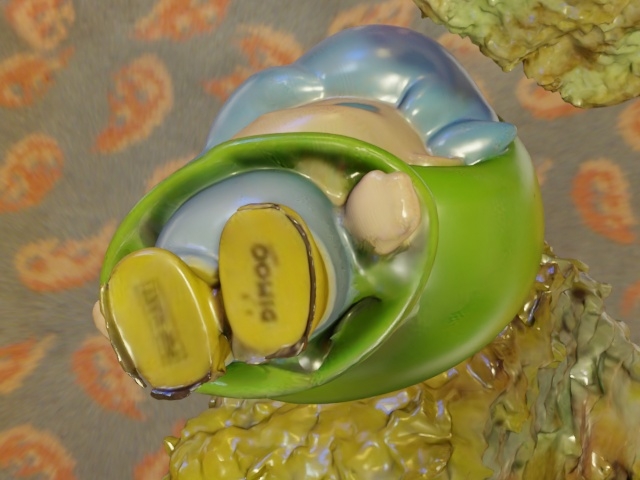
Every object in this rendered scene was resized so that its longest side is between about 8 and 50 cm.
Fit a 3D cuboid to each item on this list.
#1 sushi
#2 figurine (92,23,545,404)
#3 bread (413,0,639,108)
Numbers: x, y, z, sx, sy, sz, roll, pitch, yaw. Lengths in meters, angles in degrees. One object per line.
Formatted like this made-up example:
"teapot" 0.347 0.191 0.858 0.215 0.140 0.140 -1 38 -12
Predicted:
"sushi" 0.094 0.189 1.172 0.396 0.240 0.351 -53 130 -43
"figurine" 0.000 0.000 0.623 0.162 0.263 0.143 -27 93 19
"bread" 0.116 -0.150 0.548 0.102 0.138 0.196 33 52 -20
